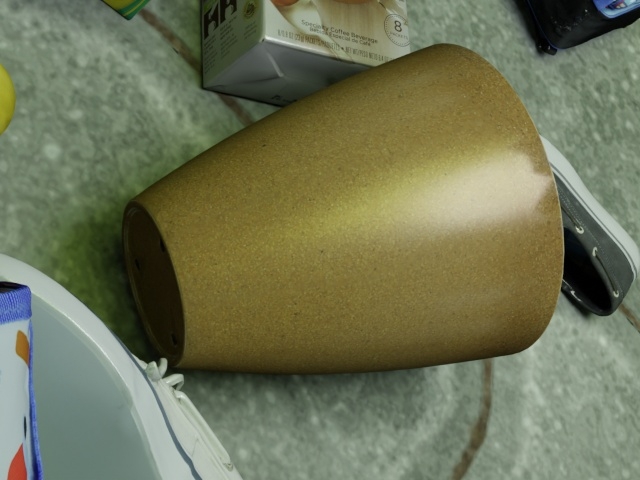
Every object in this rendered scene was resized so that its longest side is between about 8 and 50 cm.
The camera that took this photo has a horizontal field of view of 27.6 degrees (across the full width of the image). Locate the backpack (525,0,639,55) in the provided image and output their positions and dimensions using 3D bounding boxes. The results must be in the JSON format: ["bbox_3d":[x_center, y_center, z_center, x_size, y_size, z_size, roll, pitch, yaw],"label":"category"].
[{"bbox_3d":[0.252,-0.287,1.255,0.158,0.117,0.173,-24,83,-39],"label":"backpack"}]

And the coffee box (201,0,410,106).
[{"bbox_3d":[-0.016,-0.239,1.063,0.141,0.098,0.246,9,67,-32],"label":"coffee box"}]

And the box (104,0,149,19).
[{"bbox_3d":[-0.095,-0.246,0.961,0.043,0.179,0.105,36,56,-17],"label":"box"}]

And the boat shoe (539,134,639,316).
[{"bbox_3d":[0.189,-0.017,1.134,0.228,0.080,0.076,44,52,-21],"label":"boat shoe"}]

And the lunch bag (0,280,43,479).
[{"bbox_3d":[-0.307,0.177,0.568,0.385,0.239,0.328,-1,93,-37],"label":"lunch bag"}]

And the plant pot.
[{"bbox_3d":[0.000,0.000,0.919,0.254,0.237,0.237,-15,80,-25],"label":"plant pot"}]

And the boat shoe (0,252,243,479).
[{"bbox_3d":[-0.119,0.135,0.816,0.367,0.136,0.156,52,10,-21],"label":"boat shoe"}]

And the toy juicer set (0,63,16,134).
[{"bbox_3d":[-0.370,-0.079,0.783,0.329,0.089,0.209,23,78,-9],"label":"toy juicer set"}]
